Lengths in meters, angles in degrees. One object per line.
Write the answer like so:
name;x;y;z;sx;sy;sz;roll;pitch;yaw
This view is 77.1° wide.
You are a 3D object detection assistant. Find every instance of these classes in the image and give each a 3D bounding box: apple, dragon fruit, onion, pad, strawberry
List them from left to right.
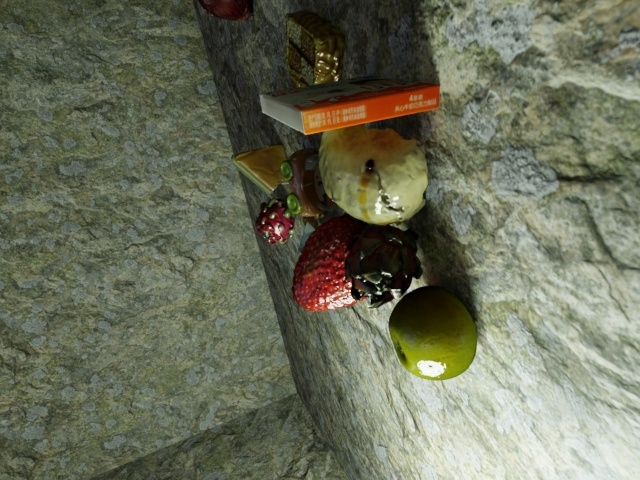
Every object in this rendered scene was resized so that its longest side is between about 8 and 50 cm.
onion;-0.369;-0.990;1.533;0.221;0.281;0.281;-13;95;30
dragon fruit;-0.218;-0.098;1.915;0.273;0.198;0.218;41;152;62
pad;0.015;0.060;1.458;0.243;0.004;0.164;42;139;21
strawberry;0.049;0.079;1.093;0.238;0.288;0.250;38;163;47
dragon fruit;0.138;0.050;0.896;0.188;0.182;0.182;-10;-99;-65
apple;0.233;0.198;0.852;0.196;0.157;0.196;161;90;-81

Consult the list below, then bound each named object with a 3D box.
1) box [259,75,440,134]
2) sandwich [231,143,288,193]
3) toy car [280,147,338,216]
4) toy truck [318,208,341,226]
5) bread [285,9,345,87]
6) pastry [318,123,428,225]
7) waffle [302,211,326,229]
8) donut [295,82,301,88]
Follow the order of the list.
box;0.044;-0.278;0.794;0.265;0.273;0.048;-136;33;-56
sandwich;-0.260;-0.302;1.794;0.155;0.227;0.198;178;76;-73
toy car;-0.004;-0.189;1.307;0.235;0.145;0.235;27;128;41
toy truck;0.063;0.049;1.296;0.111;0.136;0.286;8;117;33
bread;-0.018;-0.500;1.076;0.181;0.096;0.222;91;154;-45
pastry;0.093;-0.126;0.860;0.256;0.170;0.237;35;163;26
waffle;-0.003;0.001;1.565;0.307;0.060;0.312;167;87;-75
donut;-0.073;-0.533;1.315;0.067;0.038;0.083;52;152;43
